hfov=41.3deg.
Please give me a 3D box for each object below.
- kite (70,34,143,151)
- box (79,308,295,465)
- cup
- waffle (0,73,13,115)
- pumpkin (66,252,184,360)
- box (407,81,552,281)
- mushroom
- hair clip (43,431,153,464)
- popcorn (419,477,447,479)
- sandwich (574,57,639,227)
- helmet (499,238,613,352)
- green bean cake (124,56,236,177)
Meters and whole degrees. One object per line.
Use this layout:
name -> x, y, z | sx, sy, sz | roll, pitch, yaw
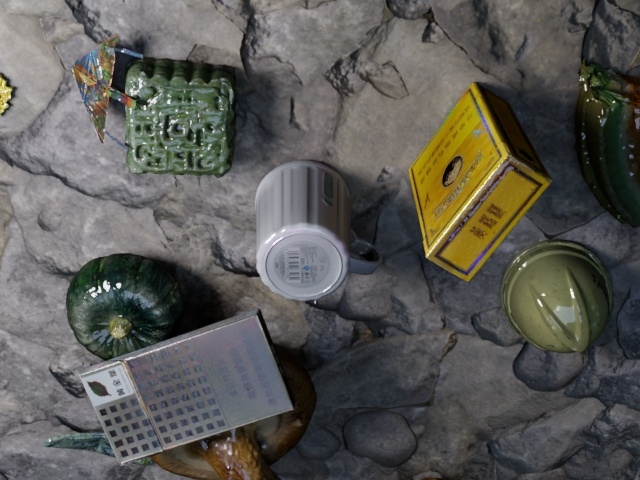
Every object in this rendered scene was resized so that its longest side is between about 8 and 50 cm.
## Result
kite -> -0.336, -0.237, 1.310 | 0.160, 0.010, 0.183 | 32, 122, 26
box -> -0.224, 0.251, 1.441 | 0.324, 0.047, 0.180 | -19, 101, 7
cup -> -0.002, -0.013, 1.396 | 0.221, 0.202, 0.167 | 1, 122, -2
waffle -> -0.534, -0.235, 1.358 | 0.078, 0.016, 0.085 | 19, 118, -12
pumpkin -> -0.341, 0.123, 1.490 | 0.211, 0.152, 0.212 | 7, 129, 8
box -> 0.230, -0.099, 1.296 | 0.084, 0.301, 0.193 | 28, 115, -14
mushroom -> -0.185, 0.314, 1.586 | 0.345, 0.239, 0.345 | -3, 102, -15
hair clip -> -0.442, 0.416, 1.723 | 0.229, 0.036, 0.066 | 11, 124, -15
popcorn -> 0.212, 0.651, 1.783 | 0.264, 0.225, 0.332 | -3, 132, -6
sandwich -> 0.523, -0.149, 1.389 | 0.212, 0.109, 0.292 | -3, 119, 1
helmet -> 0.443, 0.136, 1.533 | 0.204, 0.137, 0.258 | -28, 117, 14
green bean cake -> -0.224, -0.190, 1.349 | 0.181, 0.094, 0.173 | 4, 119, -5
